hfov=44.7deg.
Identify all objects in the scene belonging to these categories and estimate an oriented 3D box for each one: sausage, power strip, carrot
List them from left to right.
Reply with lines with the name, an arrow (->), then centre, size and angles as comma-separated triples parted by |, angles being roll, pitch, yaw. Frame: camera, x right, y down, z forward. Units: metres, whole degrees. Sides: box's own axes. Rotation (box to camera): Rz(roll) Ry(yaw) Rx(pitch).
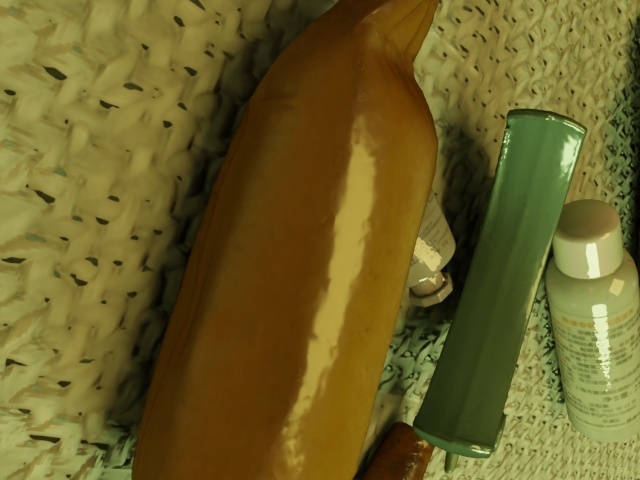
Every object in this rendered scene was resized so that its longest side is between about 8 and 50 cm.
sausage -> -0.003, -0.002, 0.385 | 0.112, 0.112, 0.328 | 18, 89, -50
carrot -> 0.032, 0.203, 0.542 | 0.161, 0.055, 0.055 | -59, 138, -26
power strip -> 0.121, 0.043, 0.533 | 0.167, 0.054, 0.253 | 17, 89, -73

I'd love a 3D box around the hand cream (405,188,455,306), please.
hand cream -> 0.043, -0.021, 0.482 | 0.084, 0.053, 0.142 | -45, 117, -29

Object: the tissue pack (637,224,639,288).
tissue pack -> 0.477, -0.018, 0.788 | 0.277, 0.267, 0.387 | -38, 130, -39

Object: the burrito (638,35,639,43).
burrito -> 0.369, -0.225, 0.754 | 0.203, 0.064, 0.064 | -42, 131, -31

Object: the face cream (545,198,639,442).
face cream -> 0.257, 0.078, 0.722 | 0.082, 0.082, 0.269 | -44, 133, -29
